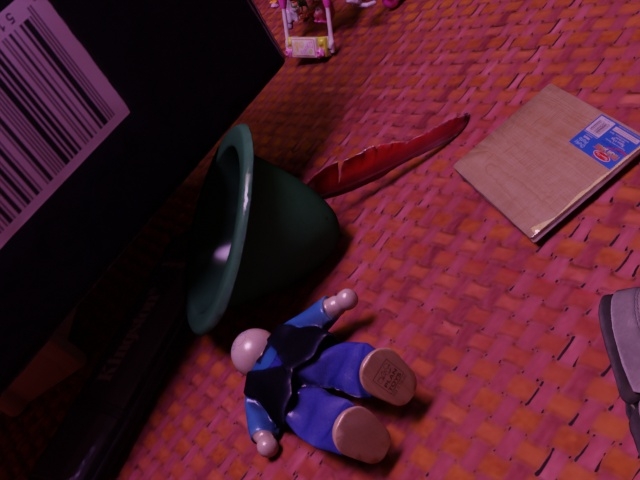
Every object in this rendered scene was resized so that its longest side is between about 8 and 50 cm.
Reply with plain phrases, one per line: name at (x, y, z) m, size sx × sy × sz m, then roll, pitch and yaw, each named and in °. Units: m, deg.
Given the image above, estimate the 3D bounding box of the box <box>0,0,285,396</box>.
box at (-0.377, -0.105, 0.733) m, size 0.471 × 0.297 × 0.480 m, roll 6°, pitch 50°, yaw 43°

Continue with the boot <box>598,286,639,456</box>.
boot at (0.197, 0.004, 0.371) m, size 0.161 × 0.083 × 0.247 m, roll -26°, pitch 39°, yaw 32°

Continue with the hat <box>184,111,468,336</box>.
hat at (0.000, 0.000, 0.694) m, size 0.208 × 0.183 × 0.173 m, roll 131°, pitch 144°, yaw -54°

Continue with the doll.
doll at (-0.008, 0.089, 0.562) m, size 0.189 × 0.046 × 0.129 m, roll 4°, pitch 64°, yaw 61°

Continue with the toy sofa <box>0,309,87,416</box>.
toy sofa at (-0.358, 0.025, 0.979) m, size 0.177 × 0.150 × 0.363 m, roll -31°, pitch 32°, yaw 20°

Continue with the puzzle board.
puzzle board at (0.156, -0.057, 0.576) m, size 0.096 × 0.011 × 0.128 m, roll -40°, pitch 30°, yaw 6°

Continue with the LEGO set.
LEGO set at (-0.010, -0.290, 1.026) m, size 0.132 × 0.107 × 0.287 m, roll -13°, pitch 20°, yaw -15°

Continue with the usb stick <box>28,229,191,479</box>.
usb stick at (-0.164, 0.105, 0.739) m, size 0.077 × 0.045 × 0.278 m, roll -9°, pitch 45°, yaw 44°
